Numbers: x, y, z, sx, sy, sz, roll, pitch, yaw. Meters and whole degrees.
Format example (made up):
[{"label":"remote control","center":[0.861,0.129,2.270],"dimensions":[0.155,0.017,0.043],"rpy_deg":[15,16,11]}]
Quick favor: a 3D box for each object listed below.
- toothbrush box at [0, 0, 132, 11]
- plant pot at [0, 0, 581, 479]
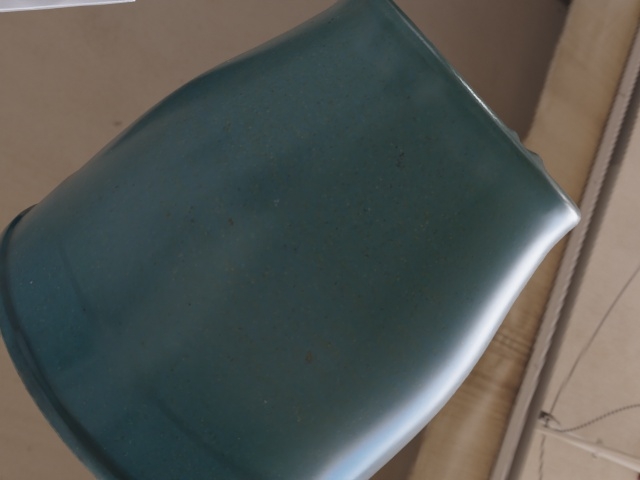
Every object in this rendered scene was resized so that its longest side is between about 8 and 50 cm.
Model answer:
[{"label":"toothbrush box","center":[-0.299,-0.381,0.795],"dimensions":[0.122,0.206,0.283],"rpy_deg":[32,-52,39]},{"label":"plant pot","center":[0.000,0.000,0.487],"dimensions":[0.255,0.271,0.272],"rpy_deg":[-42,-141,14]}]
